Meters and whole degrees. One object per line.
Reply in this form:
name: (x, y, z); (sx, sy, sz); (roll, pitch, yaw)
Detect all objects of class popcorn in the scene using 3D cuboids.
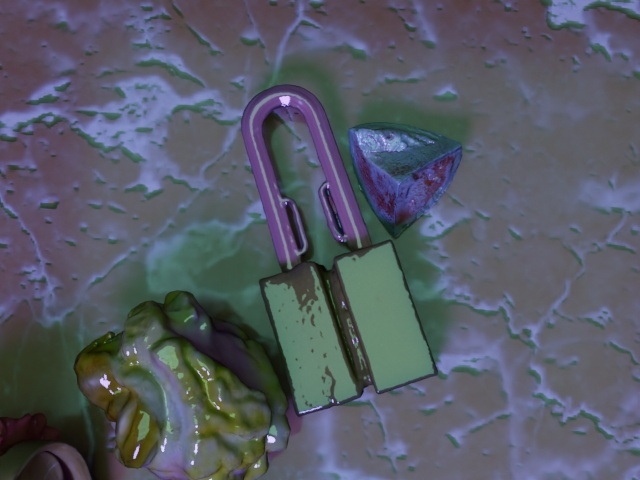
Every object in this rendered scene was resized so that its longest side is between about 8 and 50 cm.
popcorn: (-0.091, 0.108, 0.705); (0.126, 0.126, 0.145); (-33, 103, -10)

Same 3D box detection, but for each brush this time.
brush: (0.000, 0.000, 0.742); (0.103, 0.047, 0.233); (-18, 84, 4)

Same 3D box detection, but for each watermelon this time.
watermelon: (0.052, -0.051, 0.734); (0.085, 0.061, 0.085); (1, 101, 4)

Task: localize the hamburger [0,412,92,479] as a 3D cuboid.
hamburger: (-0.241, 0.200, 0.693); (0.137, 0.175, 0.175); (3, 86, 17)
